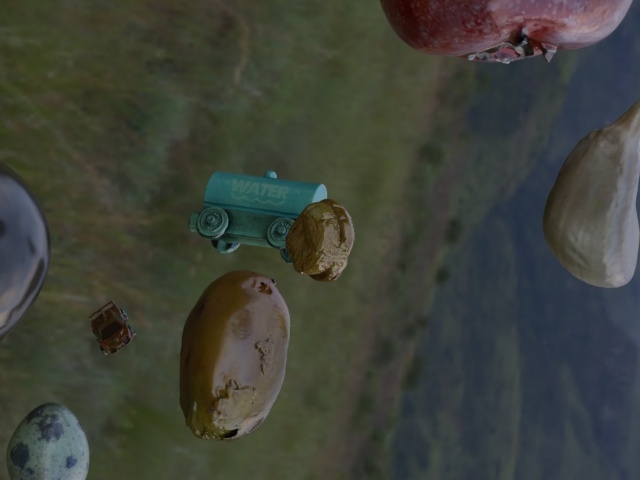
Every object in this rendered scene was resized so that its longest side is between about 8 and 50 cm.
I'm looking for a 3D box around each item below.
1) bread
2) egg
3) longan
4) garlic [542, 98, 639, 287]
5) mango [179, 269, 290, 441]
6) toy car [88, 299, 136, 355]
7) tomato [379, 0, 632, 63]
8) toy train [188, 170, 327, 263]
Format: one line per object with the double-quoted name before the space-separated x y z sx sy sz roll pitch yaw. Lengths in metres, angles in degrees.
"bread" 0.000 0.000 1.435 0.081 0.046 0.083 18 -79 55
"egg" -0.466 0.365 2.473 0.141 0.141 0.182 -68 163 -75
"longan" -0.442 0.011 1.715 0.258 0.258 0.258 7 90 -86
"garlic" 0.420 -0.074 2.150 0.196 0.151 0.338 -44 144 -34
"mango" -0.126 0.156 1.995 0.151 0.156 0.249 31 61 -39
"toy car" -0.317 0.135 2.191 0.035 0.059 0.122 57 -4 -24
"tomato" 0.194 -0.298 1.493 0.270 0.270 0.227 5 84 -86
"toy train" -0.104 -0.049 2.506 0.101 0.248 0.159 58 43 -60
